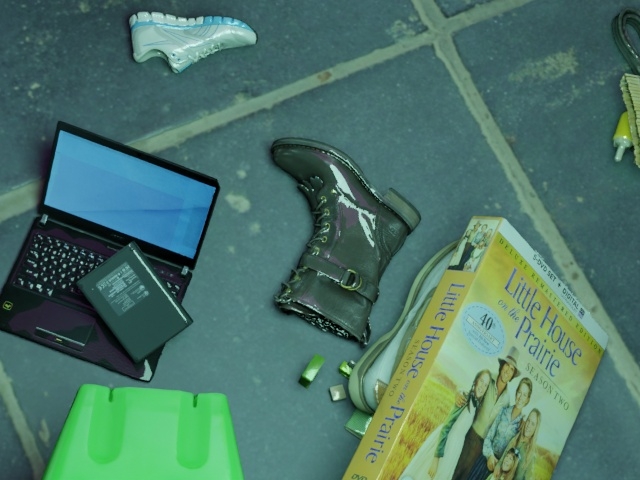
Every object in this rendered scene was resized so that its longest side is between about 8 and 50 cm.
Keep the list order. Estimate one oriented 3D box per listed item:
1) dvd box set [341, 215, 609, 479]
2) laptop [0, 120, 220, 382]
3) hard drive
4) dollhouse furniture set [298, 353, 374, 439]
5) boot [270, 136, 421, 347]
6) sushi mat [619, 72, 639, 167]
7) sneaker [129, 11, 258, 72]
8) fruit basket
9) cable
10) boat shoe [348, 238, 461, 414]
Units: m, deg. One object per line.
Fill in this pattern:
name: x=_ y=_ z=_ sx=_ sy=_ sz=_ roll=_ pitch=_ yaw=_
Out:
dvd box set: x=0.212 y=0.224 z=1.464 sx=0.307 sy=0.062 sz=0.420 roll=44 pitch=65 yaw=-34
laptop: x=-0.288 y=0.018 z=1.502 sx=0.234 sy=0.136 sz=0.264 roll=20 pitch=70 yaw=-1
hard drive: x=-0.245 y=0.082 z=1.490 sx=0.094 sy=0.022 sz=0.135 roll=-36 pitch=94 yaw=3
dollhouse furniture set: x=0.046 y=0.212 z=1.531 sx=0.151 sy=0.058 sz=0.076 roll=34 pitch=70 yaw=3
boot: x=0.000 y=0.000 z=1.578 sx=0.263 sy=0.091 sz=0.229 roll=32 pitch=69 yaw=0
sushi mat: x=0.597 y=-0.164 z=1.720 sx=0.316 sy=0.019 sz=0.151 roll=5 pitch=69 yaw=-25
sneaker: x=-0.187 y=-0.286 z=1.662 sx=0.190 sy=0.071 sz=0.083 roll=1 pitch=78 yaw=0
fruit basket: x=-0.189 y=0.390 z=1.272 sx=0.283 sy=0.392 sz=0.392 roll=5 pitch=71 yaw=-7
cable: x=0.519 y=-0.234 z=1.746 sx=0.139 sy=0.072 sz=0.287 roll=10 pitch=72 yaw=-9
boat shoe: x=0.165 y=0.121 z=1.528 sx=0.302 sy=0.103 sz=0.113 roll=-53 pitch=123 yaw=-26
